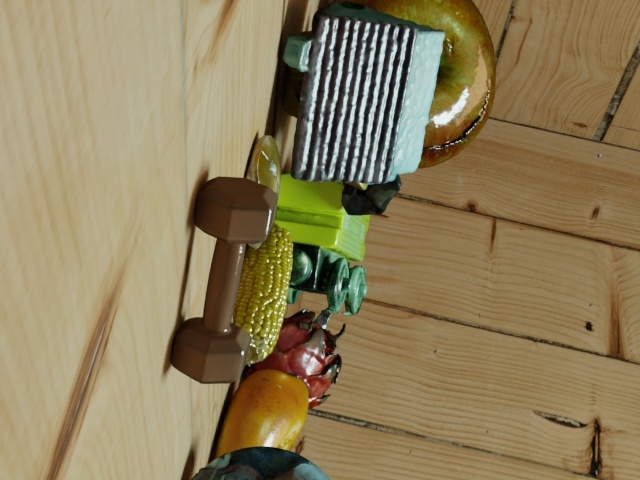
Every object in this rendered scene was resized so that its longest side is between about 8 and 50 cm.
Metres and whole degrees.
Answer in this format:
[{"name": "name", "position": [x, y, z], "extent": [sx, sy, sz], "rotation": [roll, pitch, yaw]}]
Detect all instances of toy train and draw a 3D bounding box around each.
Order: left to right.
[{"name": "toy train", "position": [0.000, 0.000, 2.098], "extent": [0.442, 0.179, 0.272], "rotation": [27, 71, -79]}]

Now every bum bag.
[{"name": "bum bag", "position": [0.060, -0.208, 1.871], "extent": [0.144, 0.095, 0.340], "rotation": [-19, -97, 47]}]

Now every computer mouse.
[{"name": "computer mouse", "position": [-0.083, -0.068, 1.574], "extent": [0.199, 0.045, 0.102], "rotation": [100, 1, -55]}]

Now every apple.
[{"name": "apple", "position": [0.156, -0.333, 2.113], "extent": [0.374, 0.374, 0.384], "rotation": [-63, 150, -80]}]

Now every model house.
[{"name": "model house", "position": [0.015, -0.220, 1.671], "extent": [0.249, 0.230, 0.280], "rotation": [-12, 118, -44]}]

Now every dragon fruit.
[{"name": "dragon fruit", "position": [-0.050, 0.242, 2.188], "extent": [0.192, 0.193, 0.274], "rotation": [92, 18, -66]}]

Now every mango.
[{"name": "mango", "position": [-0.120, 0.358, 1.947], "extent": [0.187, 0.138, 0.257], "rotation": [-57, -174, 35]}]

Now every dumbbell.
[{"name": "dumbbell", "position": [-0.106, 0.046, 1.187], "extent": [0.092, 0.082, 0.230], "rotation": [-68, 170, -68]}]

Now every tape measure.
[{"name": "tape measure", "position": [-0.089, 0.438, 1.577], "extent": [0.147, 0.256, 0.275], "rotation": [78, 30, -75]}]

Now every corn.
[{"name": "corn", "position": [-0.091, 0.076, 1.622], "extent": [0.260, 0.091, 0.091], "rotation": [-76, -174, -46]}]
